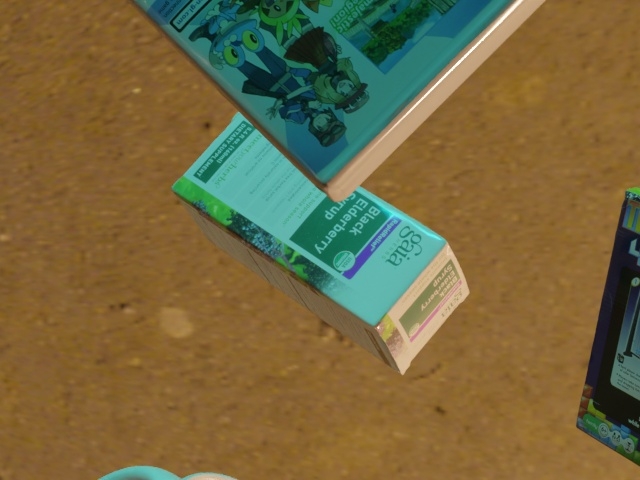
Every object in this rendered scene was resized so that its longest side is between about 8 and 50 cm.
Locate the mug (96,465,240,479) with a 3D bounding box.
[{"bbox_3d":[-0.165,0.367,1.493,0.328,0.374,0.276,-38,134,21],"label":"mug"}]

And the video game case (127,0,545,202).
[{"bbox_3d":[0.027,-0.233,1.026,0.329,0.036,0.300,-44,66,-1],"label":"video game case"}]

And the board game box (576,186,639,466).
[{"bbox_3d":[0.213,0.064,0.866,0.048,0.170,0.141,-1,110,-35],"label":"board game box"}]

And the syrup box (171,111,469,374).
[{"bbox_3d":[0.000,0.000,1.406,0.093,0.237,0.096,-49,148,-12],"label":"syrup box"}]
